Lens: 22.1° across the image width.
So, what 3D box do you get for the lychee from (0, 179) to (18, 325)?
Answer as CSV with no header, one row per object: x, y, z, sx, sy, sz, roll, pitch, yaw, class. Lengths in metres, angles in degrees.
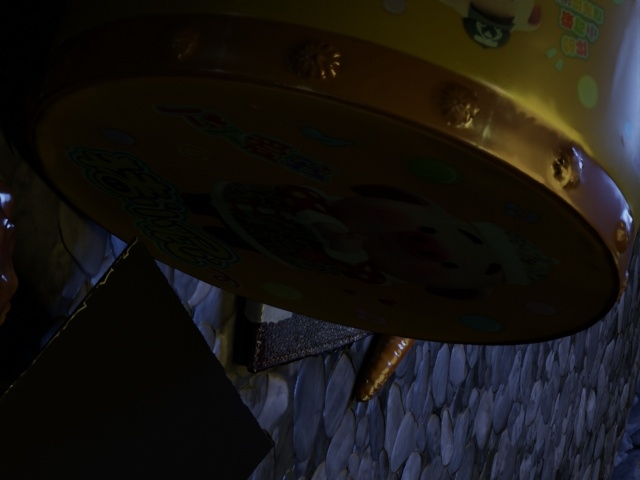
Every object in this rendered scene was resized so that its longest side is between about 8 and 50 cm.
-0.255,-0.019,0.688,0.271,0.271,0.271,9,90,-69,lychee

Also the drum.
0.024,-0.102,1.108,0.431,0.431,0.214,55,47,-61,drum

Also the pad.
-0.152,0.174,1.174,0.247,0.007,0.367,-51,153,-15,pad

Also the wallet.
0.000,0.000,1.575,0.262,0.071,0.221,-16,118,-63,wallet

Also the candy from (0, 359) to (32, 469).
-0.211,0.122,1.095,0.182,0.046,0.053,-48,143,-58,candy

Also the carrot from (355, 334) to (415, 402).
0.099,0.084,1.866,0.256,0.061,0.061,-57,148,-38,carrot
